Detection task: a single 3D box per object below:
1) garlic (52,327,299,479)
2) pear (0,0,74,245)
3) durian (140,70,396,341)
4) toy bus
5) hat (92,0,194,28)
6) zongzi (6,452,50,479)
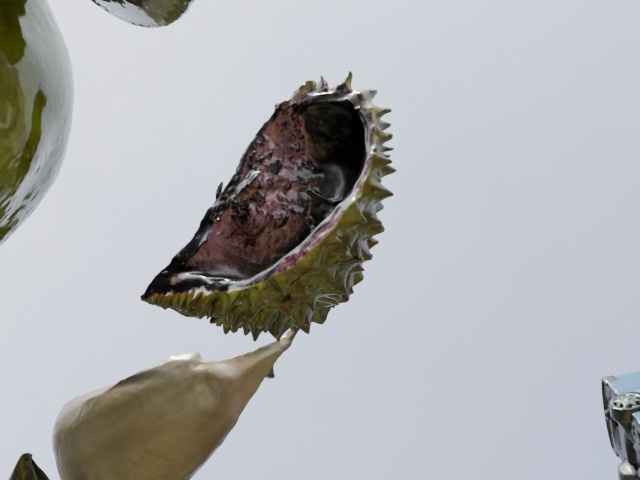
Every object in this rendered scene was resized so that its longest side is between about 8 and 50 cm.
[{"bbox_3d":[-0.168,0.182,1.000,0.151,0.196,0.338,49,-50,2],"label":"garlic"},{"bbox_3d":[-0.240,-0.075,0.509,0.269,0.212,0.212,10,-47,55],"label":"pear"},{"bbox_3d":[0.001,0.001,0.591,0.119,0.186,0.108,27,-12,43],"label":"durian"},{"bbox_3d":[0.318,0.183,0.830,0.106,0.184,0.090,-14,-72,1],"label":"toy bus"},{"bbox_3d":[-0.162,-0.166,0.363,0.252,0.110,0.252,43,-22,22],"label":"hat"},{"bbox_3d":[-0.223,0.319,0.942,0.248,0.111,0.241,25,-52,-18],"label":"zongzi"}]
